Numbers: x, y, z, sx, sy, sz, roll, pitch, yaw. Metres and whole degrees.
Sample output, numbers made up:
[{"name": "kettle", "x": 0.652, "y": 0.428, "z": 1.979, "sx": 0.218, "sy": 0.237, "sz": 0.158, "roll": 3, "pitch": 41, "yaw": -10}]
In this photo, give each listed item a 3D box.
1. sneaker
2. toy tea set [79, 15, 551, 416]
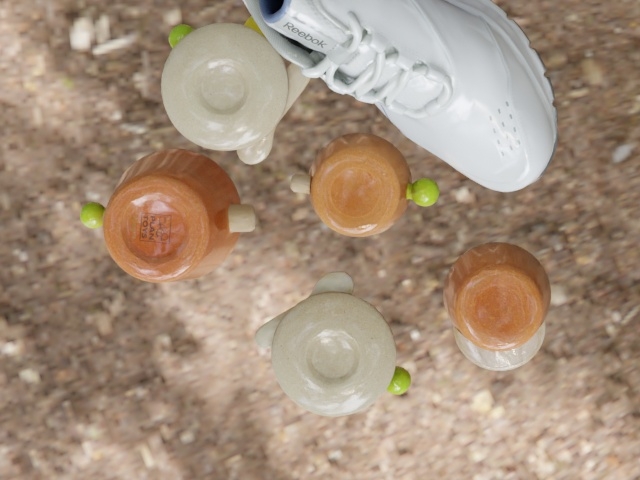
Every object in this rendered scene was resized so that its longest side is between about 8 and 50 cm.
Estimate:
[{"name": "sneaker", "x": 0.023, "y": -0.130, "z": 1.033, "sx": 0.297, "sy": 0.129, "sz": 0.111, "roll": 42, "pitch": 126, "yaw": -7}, {"name": "toy tea set", "x": 0.000, "y": 0.000, "z": 1.170, "sx": 0.336, "sy": 0.124, "sz": 0.200, "roll": 38, "pitch": 99, "yaw": -1}]
